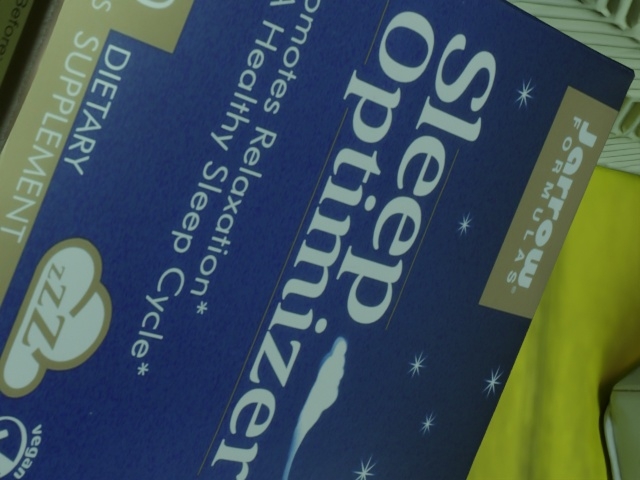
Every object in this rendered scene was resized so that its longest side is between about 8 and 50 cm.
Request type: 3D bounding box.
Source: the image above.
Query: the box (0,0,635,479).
[{"bbox_3d":[0.000,0.000,0.422,0.225,0.036,0.136,17,97,-52],"label":"box"}]

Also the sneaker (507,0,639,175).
[{"bbox_3d":[0.154,-0.096,0.600,0.350,0.131,0.148,21,64,-55],"label":"sneaker"}]

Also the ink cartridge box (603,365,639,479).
[{"bbox_3d":[0.192,0.095,0.590,0.072,0.175,0.127,-28,111,-52],"label":"ink cartridge box"}]
